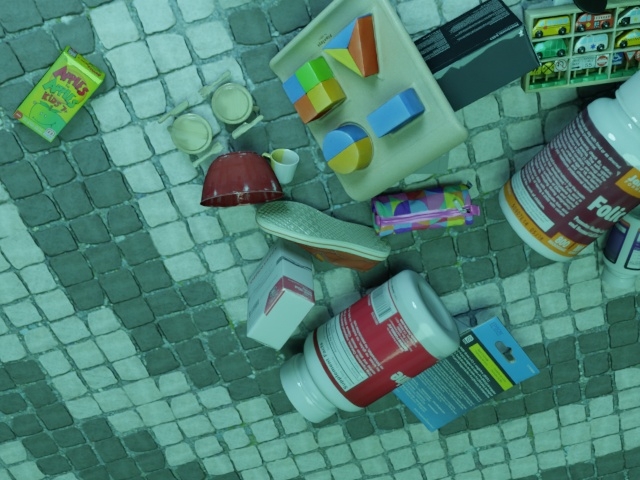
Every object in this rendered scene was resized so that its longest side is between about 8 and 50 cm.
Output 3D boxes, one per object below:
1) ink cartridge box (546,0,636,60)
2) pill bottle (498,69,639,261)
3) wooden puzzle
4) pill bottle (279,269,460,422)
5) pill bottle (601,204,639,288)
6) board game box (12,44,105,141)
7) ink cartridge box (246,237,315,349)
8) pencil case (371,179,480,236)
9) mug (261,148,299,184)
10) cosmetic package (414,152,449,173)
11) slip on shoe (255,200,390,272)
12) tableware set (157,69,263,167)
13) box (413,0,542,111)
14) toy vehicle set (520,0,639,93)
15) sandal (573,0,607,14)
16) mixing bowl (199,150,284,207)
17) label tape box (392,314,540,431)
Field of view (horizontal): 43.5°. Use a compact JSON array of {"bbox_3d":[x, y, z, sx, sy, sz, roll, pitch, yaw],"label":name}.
[{"bbox_3d":[0.567,-0.469,1.618,0.224,0.045,0.223,-2,124,-5],"label":"ink cartridge box"},{"bbox_3d":[0.585,-0.153,1.683,0.224,0.224,0.392,28,126,-21],"label":"pill bottle"},{"bbox_3d":[0.070,-0.265,1.530,0.322,0.080,0.347,-31,94,47],"label":"wooden puzzle"},{"bbox_3d":[0.111,0.267,1.939,0.408,0.229,0.229,-35,119,17],"label":"pill bottle"},{"bbox_3d":[0.735,0.015,1.906,0.108,0.108,0.193,4,122,-8],"label":"pill bottle"},{"bbox_3d":[-0.531,-0.296,1.630,0.092,0.043,0.181,38,112,-25],"label":"board game box"},{"bbox_3d":[-0.093,0.116,1.830,0.092,0.217,0.158,27,117,-21],"label":"ink cartridge box"},{"bbox_3d":[0.232,-0.069,1.813,0.237,0.104,0.104,-9,123,1],"label":"pencil case"},{"bbox_3d":[-0.086,-0.162,1.757,0.062,0.078,0.064,-20,139,-31],"label":"mug"},{"bbox_3d":[0.155,-0.215,1.711,0.238,0.107,0.127,0,120,-1],"label":"cosmetic package"},{"bbox_3d":[0.000,0.000,1.823,0.332,0.123,0.101,17,128,-25],"label":"slip on shoe"},{"bbox_3d":[-0.227,-0.257,1.687,0.194,0.039,0.128,-34,108,9],"label":"tableware set"},{"bbox_3d":[0.274,-0.352,1.585,0.261,0.184,0.103,-27,120,13],"label":"box"},{"bbox_3d":[0.541,-0.395,1.614,0.267,0.035,0.165,-8,124,-2],"label":"toy vehicle set"},{"bbox_3d":[0.504,-0.515,1.519,0.067,0.040,0.179,-17,104,-3],"label":"sandal"},{"bbox_3d":[-0.173,-0.133,1.712,0.182,0.181,0.098,-8,84,0],"label":"mixing bowl"},{"bbox_3d":[0.352,0.318,2.066,0.334,0.106,0.240,-33,119,15],"label":"label tape box"}]
